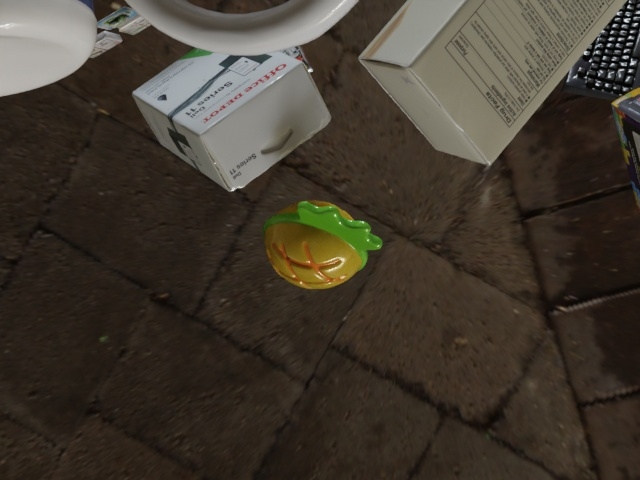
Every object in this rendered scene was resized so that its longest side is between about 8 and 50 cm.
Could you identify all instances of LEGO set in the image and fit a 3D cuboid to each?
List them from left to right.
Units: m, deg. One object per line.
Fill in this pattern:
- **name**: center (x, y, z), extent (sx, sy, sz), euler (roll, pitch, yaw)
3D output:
- **LEGO set**: center (-0.320, -0.272, 1.585), extent (0.182, 0.244, 0.060), euler (-28, 92, 10)

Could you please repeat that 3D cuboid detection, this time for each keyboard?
- **keyboard**: center (0.413, -0.342, 1.821), extent (0.202, 0.033, 0.317), euler (12, 59, 17)

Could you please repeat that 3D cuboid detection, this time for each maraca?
- **maraca**: center (0.000, 0.000, 1.422), extent (0.127, 0.186, 0.099), euler (23, 67, -14)

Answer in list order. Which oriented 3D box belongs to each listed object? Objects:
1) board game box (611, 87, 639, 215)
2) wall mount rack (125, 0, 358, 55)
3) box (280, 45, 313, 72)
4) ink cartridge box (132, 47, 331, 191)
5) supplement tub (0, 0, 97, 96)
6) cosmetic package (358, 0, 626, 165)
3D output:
- **board game box**: center (0.363, -0.055, 1.225), extent (0.048, 0.141, 0.170), euler (-28, 122, -7)
- **wall mount rack**: center (-0.091, -0.224, 0.431), extent (0.304, 0.130, 0.350), euler (-16, 98, 27)
- **box**: center (-0.068, -0.268, 1.863), extent (0.094, 0.137, 0.027), euler (-36, 124, 9)
- **ink cartridge box**: center (-0.107, -0.158, 1.438), extent (0.153, 0.208, 0.087), euler (-38, 124, -14)
- **supplement tub**: center (-0.334, -0.304, 1.104), extent (0.228, 0.228, 0.316), euler (-11, 83, 4)
- **cosmetic package**: center (0.076, -0.093, 0.491), extent (0.115, 0.041, 0.060), euler (-48, 120, -9)
